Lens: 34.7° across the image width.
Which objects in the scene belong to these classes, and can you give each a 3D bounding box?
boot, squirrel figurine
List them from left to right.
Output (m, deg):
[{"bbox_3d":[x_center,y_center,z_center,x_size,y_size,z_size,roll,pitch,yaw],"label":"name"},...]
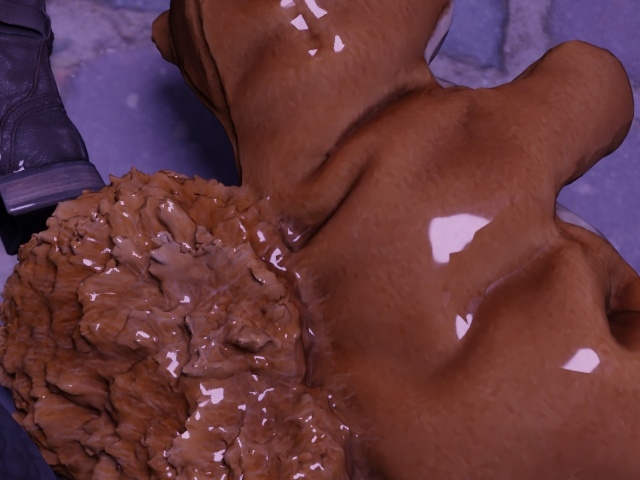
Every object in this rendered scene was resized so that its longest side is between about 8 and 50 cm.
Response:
[{"bbox_3d":[-0.274,-0.094,0.664,0.263,0.091,0.229,-13,71,-32],"label":"boot"},{"bbox_3d":[0.000,0.000,0.572,0.397,0.281,0.370,-34,95,-14],"label":"squirrel figurine"}]

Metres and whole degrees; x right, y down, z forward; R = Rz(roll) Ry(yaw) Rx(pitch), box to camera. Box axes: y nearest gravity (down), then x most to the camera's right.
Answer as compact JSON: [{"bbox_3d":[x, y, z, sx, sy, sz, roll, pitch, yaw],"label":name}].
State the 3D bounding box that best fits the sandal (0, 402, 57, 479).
[{"bbox_3d":[-0.281,0.087,0.507,0.445,0.107,0.167,48,44,2],"label":"sandal"}]
